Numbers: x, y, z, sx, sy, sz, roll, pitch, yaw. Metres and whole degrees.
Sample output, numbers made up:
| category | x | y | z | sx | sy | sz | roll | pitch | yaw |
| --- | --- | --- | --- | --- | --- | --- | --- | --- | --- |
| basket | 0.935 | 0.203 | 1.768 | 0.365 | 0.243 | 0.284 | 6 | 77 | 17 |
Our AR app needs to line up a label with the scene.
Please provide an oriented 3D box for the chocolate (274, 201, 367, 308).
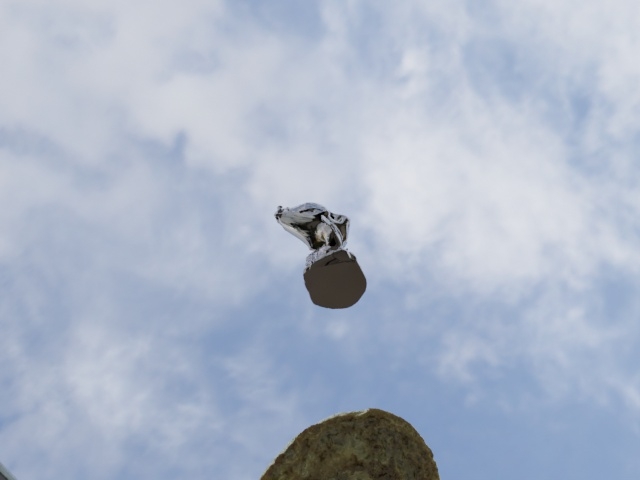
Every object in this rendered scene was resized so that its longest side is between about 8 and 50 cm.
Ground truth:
| category | x | y | z | sx | sy | sz | roll | pitch | yaw |
| --- | --- | --- | --- | --- | --- | --- | --- | --- | --- |
| chocolate | 0.003 | 0.001 | 1.024 | 0.072 | 0.070 | 0.147 | 14 | -149 | -21 |

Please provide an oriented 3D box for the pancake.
| category | x | y | z | sx | sy | sz | roll | pitch | yaw |
| --- | --- | --- | --- | --- | --- | --- | --- | --- | --- |
| pancake | 0.016 | 0.140 | 0.569 | 0.108 | 0.017 | 0.108 | 2 | -105 | -8 |

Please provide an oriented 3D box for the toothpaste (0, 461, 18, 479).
| category | x | y | z | sx | sy | sz | roll | pitch | yaw |
| --- | --- | --- | --- | --- | --- | --- | --- | --- | --- |
| toothpaste | -0.251 | 0.278 | 0.958 | 0.392 | 0.061 | 0.099 | 31 | -95 | 27 |
